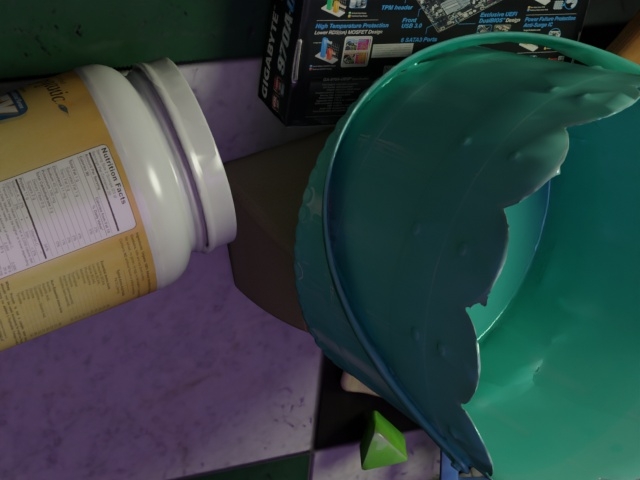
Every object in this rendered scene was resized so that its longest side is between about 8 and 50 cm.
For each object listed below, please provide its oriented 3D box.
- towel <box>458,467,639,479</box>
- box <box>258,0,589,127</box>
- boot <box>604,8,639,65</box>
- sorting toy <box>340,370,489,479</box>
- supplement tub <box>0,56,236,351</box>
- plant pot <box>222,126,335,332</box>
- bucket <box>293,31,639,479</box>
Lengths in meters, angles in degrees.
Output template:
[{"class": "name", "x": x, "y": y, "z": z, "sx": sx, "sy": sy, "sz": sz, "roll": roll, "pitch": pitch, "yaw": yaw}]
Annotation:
[{"class": "towel", "x": 0.260, "y": 0.249, "z": 1.235, "sx": 0.284, "sy": 0.235, "sz": 0.121, "roll": -27, "pitch": 133, "yaw": -8}, {"class": "box", "x": 0.077, "y": -0.166, "z": 0.982, "sx": 0.220, "sy": 0.051, "sz": 0.175, "roll": -6, "pitch": 123, "yaw": -24}, {"class": "boot", "x": 0.271, "y": -0.224, "z": 0.968, "sx": 0.280, "sy": 0.096, "sz": 0.264, "roll": -49, "pitch": 151, "yaw": 20}, {"class": "sorting toy", "x": 0.129, "y": 0.064, "z": 1.126, "sx": 0.196, "sy": 0.047, "sz": 0.347, "roll": 12, "pitch": 116, "yaw": -7}, {"class": "supplement tub", "x": -0.165, "y": -0.020, "z": 0.892, "sx": 0.200, "sy": 0.144, "sz": 0.144, "roll": -22, "pitch": 128, "yaw": -14}, {"class": "plant pot", "x": 0.000, "y": 0.000, "z": 1.023, "sx": 0.109, "sy": 0.096, "sz": 0.109, "roll": -19, "pitch": 128, "yaw": -14}, {"class": "bucket", "x": 0.130, "y": 0.009, "z": 0.931, "sx": 0.281, "sy": 0.183, "sz": 0.281, "roll": -18, "pitch": 118, "yaw": -37}]
